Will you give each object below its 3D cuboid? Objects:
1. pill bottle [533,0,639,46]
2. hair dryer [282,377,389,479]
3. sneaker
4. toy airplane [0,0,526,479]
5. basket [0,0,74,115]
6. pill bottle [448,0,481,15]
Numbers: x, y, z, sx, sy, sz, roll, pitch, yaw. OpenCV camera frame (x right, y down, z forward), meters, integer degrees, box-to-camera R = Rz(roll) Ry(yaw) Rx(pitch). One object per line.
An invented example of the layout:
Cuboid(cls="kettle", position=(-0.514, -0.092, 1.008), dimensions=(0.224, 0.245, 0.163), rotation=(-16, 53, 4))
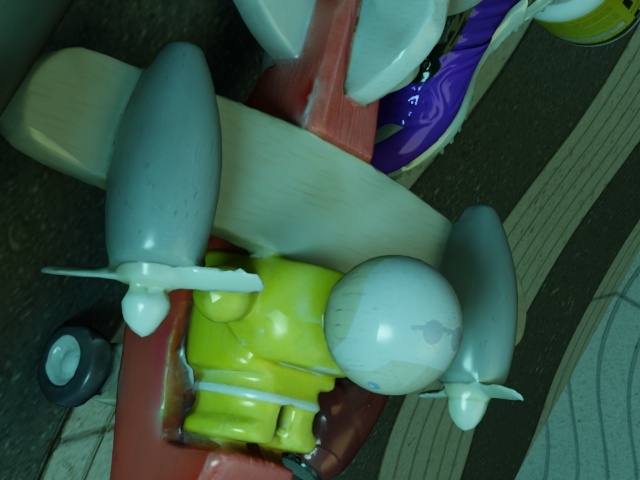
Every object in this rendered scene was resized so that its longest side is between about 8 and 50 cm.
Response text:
Cuboid(cls="pill bottle", position=(0.234, -0.256, 1.332), dimensions=(0.119, 0.119, 0.208), rotation=(-63, 159, 9))
Cuboid(cls="hair dryer", position=(0.009, 0.156, 1.437), dimensions=(0.293, 0.080, 0.223), rotation=(-24, 139, -56))
Cuboid(cls="sneaker", position=(0.092, -0.191, 1.153), dimensions=(0.293, 0.102, 0.146), rotation=(-53, 146, -9))
Cuboid(cls="toy airplane", position=(0.000, 0.000, 0.939), dimensions=(0.386, 0.272, 0.384), rotation=(-29, 126, -29))
Cuboid(cls="basket", position=(-0.141, -0.170, 0.582), dimensions=(0.227, 0.154, 0.204), rotation=(-59, 177, 10))
Cuboid(cls="pill bottle", position=(0.072, -0.259, 0.951), dimensions=(0.131, 0.131, 0.229), rotation=(-51, 157, -19))
